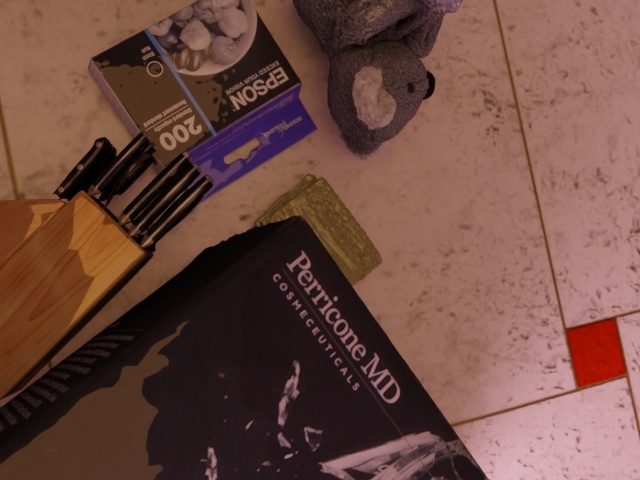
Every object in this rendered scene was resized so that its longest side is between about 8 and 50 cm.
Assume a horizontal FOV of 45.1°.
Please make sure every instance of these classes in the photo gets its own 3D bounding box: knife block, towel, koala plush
[{"bbox_3d":[-0.234,0.024,0.831,0.242,0.088,0.275,-1,87,-5],"label":"knife block"},{"bbox_3d":[0.000,0.000,0.959,0.110,0.027,0.148,-41,96,-17],"label":"towel"},{"bbox_3d":[0.061,-0.216,0.924,0.204,0.196,0.221,3,84,-5],"label":"koala plush"}]

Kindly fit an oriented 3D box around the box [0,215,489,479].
[{"bbox_3d":[-0.105,0.315,0.723,0.472,0.297,0.479,-40,100,-26],"label":"box"}]

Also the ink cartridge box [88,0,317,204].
[{"bbox_3d":[-0.132,-0.174,0.927,0.206,0.045,0.208,-35,97,-16],"label":"ink cartridge box"}]
